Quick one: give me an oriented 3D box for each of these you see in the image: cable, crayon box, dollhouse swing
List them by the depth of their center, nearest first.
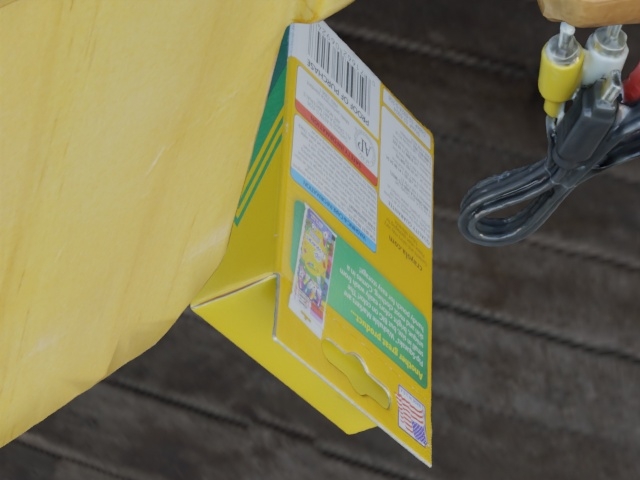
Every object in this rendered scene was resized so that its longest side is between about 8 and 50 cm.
[{"bbox_3d":[-0.193,-0.091,0.732,0.347,0.305,0.315,-35,80,-36],"label":"dollhouse swing"},{"bbox_3d":[0.000,0.000,1.385,0.083,0.203,0.323,-22,46,28],"label":"crayon box"},{"bbox_3d":[0.212,-0.084,1.512,0.139,0.287,0.072,9,61,-13],"label":"cable"}]

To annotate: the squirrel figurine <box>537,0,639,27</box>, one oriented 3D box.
[{"bbox_3d":[0.315,-0.319,1.004,0.281,0.371,0.397,11,24,23],"label":"squirrel figurine"}]
